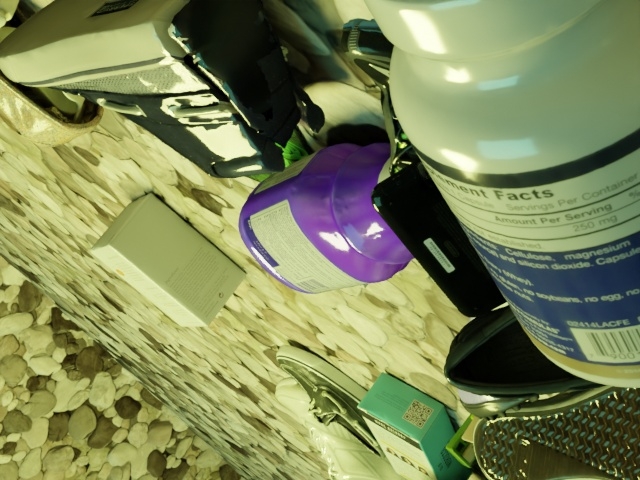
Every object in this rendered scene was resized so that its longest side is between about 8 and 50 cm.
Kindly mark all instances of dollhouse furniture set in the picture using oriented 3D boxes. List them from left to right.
[{"bbox_3d":[0.210,0.236,1.257,0.076,0.058,0.152,45,161,-25],"label":"dollhouse furniture set"}]

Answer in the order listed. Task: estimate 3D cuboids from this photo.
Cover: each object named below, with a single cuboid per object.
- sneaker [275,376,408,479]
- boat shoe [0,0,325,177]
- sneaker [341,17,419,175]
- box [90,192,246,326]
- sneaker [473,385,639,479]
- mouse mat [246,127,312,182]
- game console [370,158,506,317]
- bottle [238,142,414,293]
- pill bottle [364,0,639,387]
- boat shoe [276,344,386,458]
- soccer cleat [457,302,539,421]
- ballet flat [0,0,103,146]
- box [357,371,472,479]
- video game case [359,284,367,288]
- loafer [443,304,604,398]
[{"bbox_3d":[0.038,0.312,1.689,0.292,0.118,0.110,32,164,20],"label":"sneaker"},{"bbox_3d":[-0.141,-0.126,0.903,0.340,0.127,0.158,11,141,53],"label":"boat shoe"},{"bbox_3d":[0.073,-0.069,0.719,0.067,0.078,0.188,15,151,50],"label":"sneaker"},{"bbox_3d":[-0.206,0.030,1.486,0.170,0.091,0.130,42,162,-15],"label":"box"},{"bbox_3d":[0.272,0.155,0.924,0.290,0.123,0.105,-9,88,49],"label":"sneaker"},{"bbox_3d":[-0.069,-0.094,1.054,0.190,0.007,0.152,22,157,38],"label":"mouse mat"},{"bbox_3d":[0.101,-0.030,0.684,0.122,0.107,0.071,48,-160,-31],"label":"game console"},{"bbox_3d":[0.025,-0.021,0.904,0.118,0.092,0.283,44,160,-11],"label":"bottle"},{"bbox_3d":[0.125,-0.058,0.526,0.153,0.153,0.264,20,155,44],"label":"pill bottle"},{"bbox_3d":[0.018,0.231,1.595,0.219,0.070,0.078,33,162,14],"label":"boat shoe"},{"bbox_3d":[0.161,0.063,0.879,0.116,0.109,0.318,55,166,9],"label":"soccer cleat"},{"bbox_3d":[-0.329,-0.215,1.132,0.106,0.107,0.316,-1,148,32],"label":"ballet flat"},{"bbox_3d":[0.132,0.271,1.494,0.100,0.060,0.244,27,160,29],"label":"box"},{"bbox_3d":[0.000,0.000,1.147,0.087,0.011,0.122,27,159,31],"label":"video game case"},{"bbox_3d":[0.180,0.053,0.673,0.223,0.078,0.076,-20,89,29],"label":"loafer"}]
